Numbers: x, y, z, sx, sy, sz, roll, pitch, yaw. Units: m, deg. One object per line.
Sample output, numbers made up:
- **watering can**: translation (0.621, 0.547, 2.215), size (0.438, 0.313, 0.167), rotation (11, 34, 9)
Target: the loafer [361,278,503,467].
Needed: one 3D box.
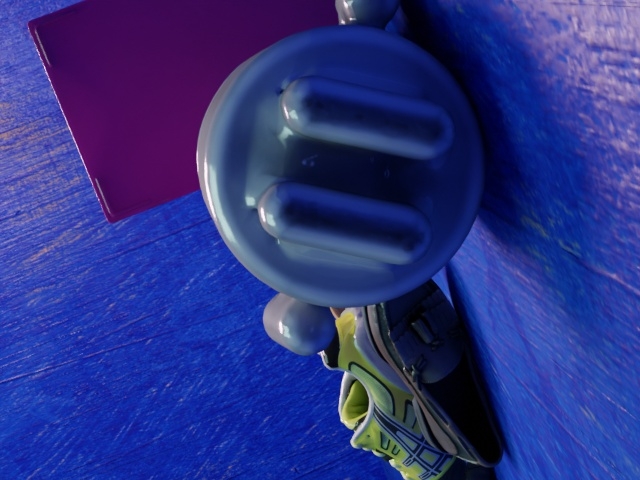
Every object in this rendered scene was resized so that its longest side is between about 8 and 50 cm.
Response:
- **loafer**: translation (0.127, 0.128, 1.476), size (0.084, 0.096, 0.267), rotation (31, 155, 50)

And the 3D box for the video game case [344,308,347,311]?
- **video game case**: translation (0.072, 0.122, 1.853), size (0.210, 0.042, 0.232), rotation (-130, 37, -70)

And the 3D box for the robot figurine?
- **robot figurine**: translation (0.007, -0.059, 1.101), size (0.353, 0.200, 0.300), rotation (-136, 62, -81)

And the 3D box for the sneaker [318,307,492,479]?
- **sneaker**: translation (0.100, 0.207, 1.697), size (0.145, 0.147, 0.384), rotation (-121, 9, -58)

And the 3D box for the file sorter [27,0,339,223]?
- **file sorter**: translation (-0.105, -0.172, 1.427), size (0.182, 0.291, 0.202), rotation (-117, 6, -81)

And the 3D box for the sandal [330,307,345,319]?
- **sandal**: translation (0.077, 0.135, 2.057), size (0.240, 0.088, 0.079), rotation (-125, 19, -53)
